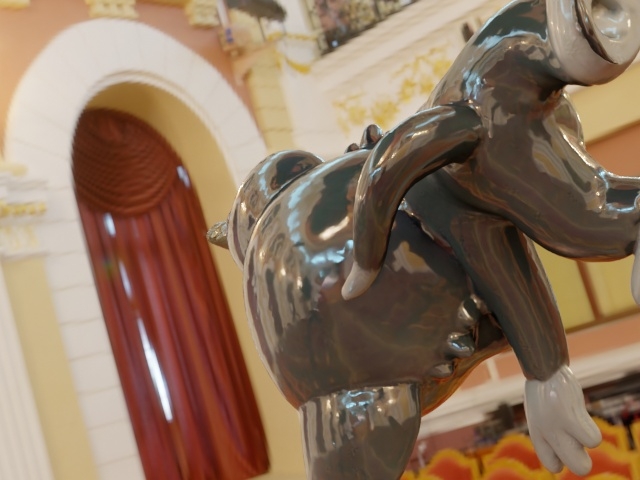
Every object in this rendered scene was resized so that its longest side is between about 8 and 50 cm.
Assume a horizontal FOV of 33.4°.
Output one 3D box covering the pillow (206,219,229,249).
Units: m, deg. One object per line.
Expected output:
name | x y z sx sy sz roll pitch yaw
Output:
pillow | -0.001 0.000 1.061 0.241 0.051 0.093 2 -4 34

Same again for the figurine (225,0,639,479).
figurine | 0.049 0.009 0.432 0.140 0.193 0.265 -15 -19 -16
